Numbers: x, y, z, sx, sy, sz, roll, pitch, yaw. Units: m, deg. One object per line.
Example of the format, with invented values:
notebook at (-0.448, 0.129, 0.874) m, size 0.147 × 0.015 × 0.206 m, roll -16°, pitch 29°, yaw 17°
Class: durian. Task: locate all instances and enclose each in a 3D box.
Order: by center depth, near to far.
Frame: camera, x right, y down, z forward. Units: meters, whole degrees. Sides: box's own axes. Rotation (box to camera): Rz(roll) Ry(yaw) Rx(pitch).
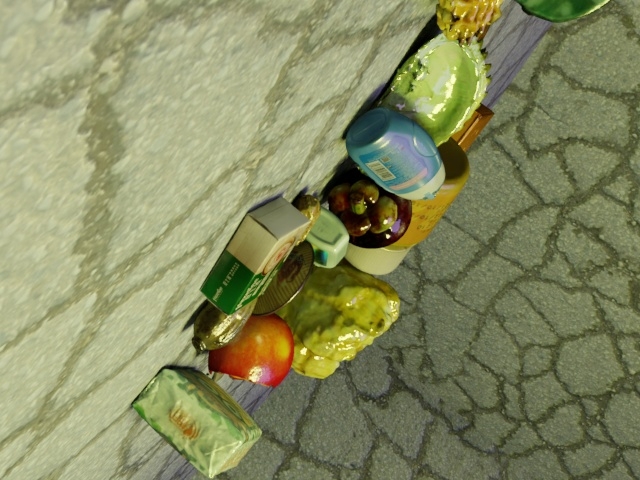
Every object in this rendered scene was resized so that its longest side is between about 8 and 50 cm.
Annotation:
durian at (0.209, -0.274, 1.560) m, size 0.394 × 0.163 × 0.198 m, roll -48°, pitch 170°, yaw 24°

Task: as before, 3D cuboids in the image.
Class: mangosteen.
mangosteen at (0.105, -0.071, 1.697) m, size 0.194 × 0.194 × 0.230 m, roll -53°, pitch 172°, yaw 16°

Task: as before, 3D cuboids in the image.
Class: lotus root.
lotus root at (-0.187, 0.145, 1.505) m, size 0.179 × 0.089 × 0.080 m, roll -52°, pitch -147°, yaw -18°

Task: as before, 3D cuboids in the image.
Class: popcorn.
popcorn at (0.012, 0.191, 2.038) m, size 0.334 × 0.292 × 0.293 m, roll -38°, pitch 175°, yaw -25°

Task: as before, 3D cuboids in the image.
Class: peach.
peach at (-0.163, 0.268, 1.770) m, size 0.196 × 0.190 × 0.226 m, roll -46°, pitch -178°, yaw 37°

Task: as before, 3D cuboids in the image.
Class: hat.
hat at (-0.109, 0.055, 1.563) m, size 0.193 × 0.082 × 0.193 m, roll -31°, pitch -145°, yaw 25°

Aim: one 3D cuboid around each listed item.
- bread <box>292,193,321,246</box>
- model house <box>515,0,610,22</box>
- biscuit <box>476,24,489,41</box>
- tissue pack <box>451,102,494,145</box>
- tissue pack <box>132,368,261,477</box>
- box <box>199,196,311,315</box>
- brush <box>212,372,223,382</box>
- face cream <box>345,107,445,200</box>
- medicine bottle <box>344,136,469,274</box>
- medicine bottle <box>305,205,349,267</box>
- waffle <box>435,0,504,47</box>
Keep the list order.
bread at (-0.040, -0.045, 1.543) m, size 0.110 × 0.060 × 0.066 m, roll -58°, pitch -178°, yaw 24°
model house at (0.527, -0.615, 1.507) m, size 0.329 × 0.251 × 0.295 m, roll -50°, pitch 173°, yaw -48°
biscuit at (0.311, -0.421, 1.785) m, size 0.273 × 0.049 × 0.257 m, roll -42°, pitch 167°, yaw -50°
tissue pack at (0.348, -0.309, 2.099) m, size 0.194 × 0.145 × 0.274 m, roll -56°, pitch 169°, yaw 19°
tissue pack at (-0.259, 0.392, 1.678) m, size 0.128 × 0.228 × 0.311 m, roll -49°, pitch 170°, yaw -6°
box at (-0.118, 0.028, 1.395) m, size 0.199 × 0.081 × 0.135 m, roll -58°, pitch 169°, yaw 28°
brush at (-0.228, 0.302, 2.039) m, size 0.060 × 0.050 × 0.321 m, roll -48°, pitch 172°, yaw -38°
face cream at (0.166, -0.163, 1.551) m, size 0.149 × 0.083 × 0.264 m, roll -28°, pitch 140°, yaw 22°
medicine bottle at (0.198, -0.096, 1.950) m, size 0.224 × 0.224 × 0.384 m, roll -41°, pitch 166°, yaw -44°
medicine bottle at (0.000, 0.000, 1.704) m, size 0.083 × 0.121 × 0.229 m, roll -49°, pitch 171°, yaw -13°
waffle at (0.288, -0.477, 1.295) m, size 0.329 × 0.062 × 0.329 m, roll -46°, pitch 159°, yaw -23°
